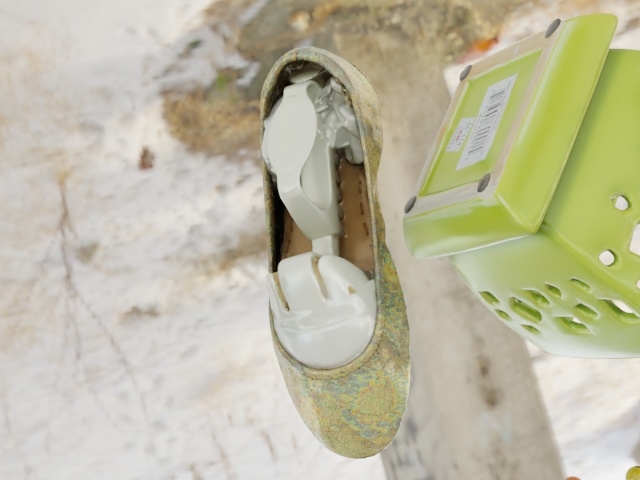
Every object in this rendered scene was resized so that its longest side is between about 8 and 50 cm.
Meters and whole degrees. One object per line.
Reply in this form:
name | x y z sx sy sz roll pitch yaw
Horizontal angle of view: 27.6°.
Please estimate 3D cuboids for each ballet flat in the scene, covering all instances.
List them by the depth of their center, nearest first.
ballet flat | 0.000 0.000 1.062 0.123 0.349 0.123 -3 161 -1

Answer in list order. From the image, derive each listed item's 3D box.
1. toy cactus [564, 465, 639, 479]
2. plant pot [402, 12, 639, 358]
toy cactus | 0.243 0.265 1.149 0.180 0.112 0.219 -18 164 -41
plant pot | 0.212 -0.048 1.079 0.207 0.228 0.227 29 163 -17
